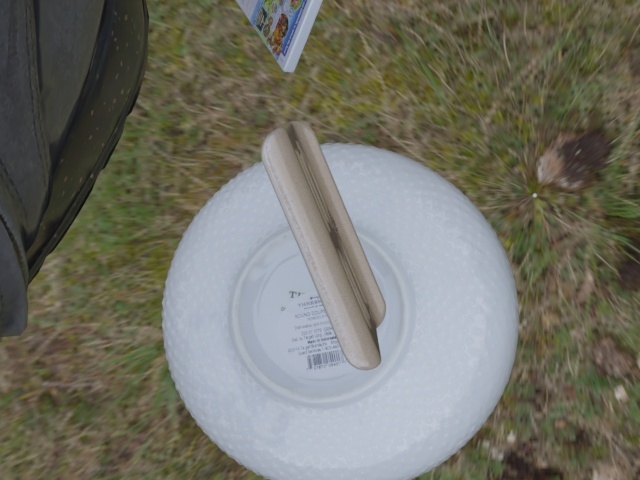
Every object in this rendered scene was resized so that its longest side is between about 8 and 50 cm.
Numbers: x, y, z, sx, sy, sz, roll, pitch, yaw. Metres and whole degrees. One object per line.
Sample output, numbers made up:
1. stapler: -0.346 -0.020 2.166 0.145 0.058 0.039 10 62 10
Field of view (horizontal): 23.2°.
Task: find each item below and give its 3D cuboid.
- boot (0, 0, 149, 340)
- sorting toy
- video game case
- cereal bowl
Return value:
1. boot: -0.130 0.029 0.290 0.118 0.222 0.338 13 77 2
2. sorting toy: 0.000 0.000 1.240 0.038 0.208 0.193 -22 95 7
3. video game case: -0.034 -0.203 1.231 0.122 0.011 0.087 58 136 41
4. cereal bowl: 0.011 0.068 1.435 0.339 0.141 0.338 -1 84 8
